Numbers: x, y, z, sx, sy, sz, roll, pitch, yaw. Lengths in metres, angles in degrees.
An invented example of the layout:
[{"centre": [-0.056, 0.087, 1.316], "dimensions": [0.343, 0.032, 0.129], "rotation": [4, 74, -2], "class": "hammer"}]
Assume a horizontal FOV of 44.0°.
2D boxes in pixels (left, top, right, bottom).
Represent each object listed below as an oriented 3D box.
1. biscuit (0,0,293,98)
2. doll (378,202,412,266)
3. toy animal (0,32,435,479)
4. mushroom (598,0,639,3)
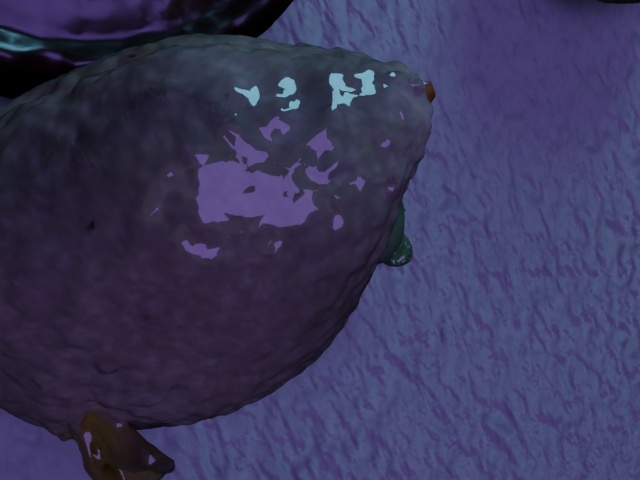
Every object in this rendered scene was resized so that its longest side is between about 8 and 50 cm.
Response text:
[{"centre": [-0.157, -0.290, 0.479], "dimensions": [0.407, 0.091, 0.408], "rotation": [-4, 98, -27], "class": "biscuit"}, {"centre": [0.000, 0.000, 0.612], "dimensions": [0.150, 0.077, 0.115], "rotation": [-24, 97, -10], "class": "doll"}, {"centre": [-0.091, 0.002, 0.479], "dimensions": [0.358, 0.188, 0.227], "rotation": [-20, 121, 12], "class": "toy animal"}, {"centre": [0.273, -0.313, 0.658], "dimensions": [0.226, 0.178, 0.227], "rotation": [-5, 127, -7], "class": "mushroom"}]
